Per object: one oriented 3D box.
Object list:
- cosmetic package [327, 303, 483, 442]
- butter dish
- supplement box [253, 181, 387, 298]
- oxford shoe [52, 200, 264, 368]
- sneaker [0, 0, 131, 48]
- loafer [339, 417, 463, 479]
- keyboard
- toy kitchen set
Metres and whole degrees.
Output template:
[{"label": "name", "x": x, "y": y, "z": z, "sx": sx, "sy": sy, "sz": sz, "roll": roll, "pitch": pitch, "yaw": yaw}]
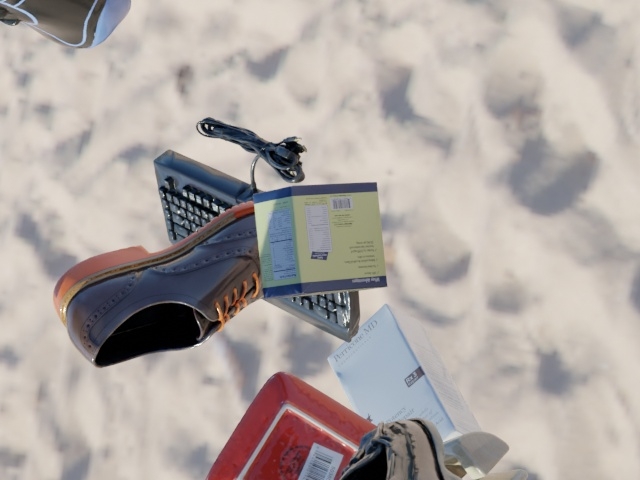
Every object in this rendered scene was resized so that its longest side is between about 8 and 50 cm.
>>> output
[{"label": "cosmetic package", "x": 0.110, "y": 0.204, "z": 2.344, "sx": 0.117, "sy": 0.085, "sz": 0.231, "roll": -45, "pitch": 47, "yaw": 16}, {"label": "butter dish", "x": -0.026, "y": 0.246, "z": 2.008, "sx": 0.160, "sy": 0.160, "sz": 0.118, "roll": -58, "pitch": 1, "yaw": -9}, {"label": "supplement box", "x": 0.000, "y": 0.000, "z": 1.428, "sx": 0.056, "sy": 0.083, "sz": 0.083, "roll": -9, "pitch": 85, "yaw": 56}, {"label": "oxford shoe", "x": -0.085, "y": 0.043, "z": 1.568, "sx": 0.098, "sy": 0.271, "sz": 0.097, "roll": -121, "pitch": 15, "yaw": -45}, {"label": "sneaker", "x": -0.172, "y": -0.139, "z": 0.841, "sx": 0.081, "sy": 0.232, "sz": 0.090, "roll": 22, "pitch": 75, "yaw": 34}, {"label": "loafer", "x": 0.050, "y": 0.188, "z": 1.393, "sx": 0.267, "sy": 0.084, "sz": 0.096, "roll": -136, "pitch": 57, "yaw": -77}, {"label": "keyboard", "x": -0.072, "y": -0.029, "z": 1.848, "sx": 0.317, "sy": 0.033, "sz": 0.201, "roll": 24, "pitch": 127, "yaw": 46}, {"label": "toy kitchen set", "x": 0.122, "y": 0.290, "z": 1.585, "sx": 0.207, "sy": 0.166, "sz": 0.122, "roll": 52, "pitch": 145, "yaw": -4}]
